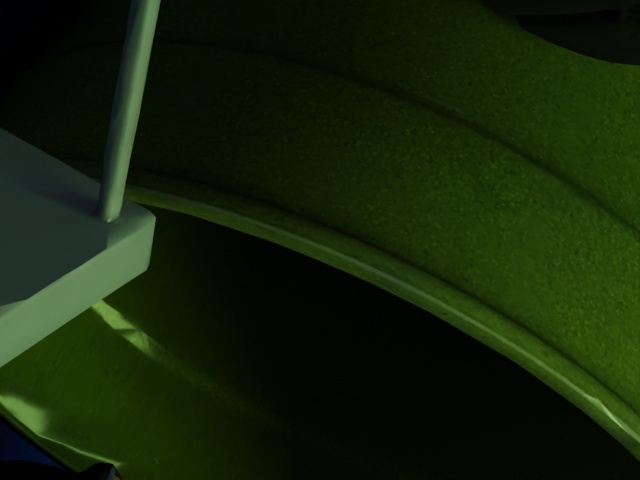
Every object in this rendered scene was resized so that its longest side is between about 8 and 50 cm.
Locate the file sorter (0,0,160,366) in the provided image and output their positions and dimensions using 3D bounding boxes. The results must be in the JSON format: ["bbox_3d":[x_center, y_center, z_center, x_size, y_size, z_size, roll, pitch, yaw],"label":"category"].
[{"bbox_3d":[-0.182,-0.049,0.400,0.277,0.193,0.173,-37,148,-49],"label":"file sorter"}]

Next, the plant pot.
[{"bbox_3d":[0.058,-0.055,0.819,0.366,0.366,0.353,84,29,-60],"label":"plant pot"}]

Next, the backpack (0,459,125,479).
[{"bbox_3d":[-0.118,0.249,0.832,0.276,0.213,0.263,58,45,-56],"label":"backpack"}]

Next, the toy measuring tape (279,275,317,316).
[{"bbox_3d":[-0.080,0.138,1.054,0.121,0.121,0.330,-33,144,-53],"label":"toy measuring tape"}]

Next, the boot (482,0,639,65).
[{"bbox_3d":[0.091,-0.260,0.618,0.348,0.131,0.260,56,50,-26],"label":"boot"}]
